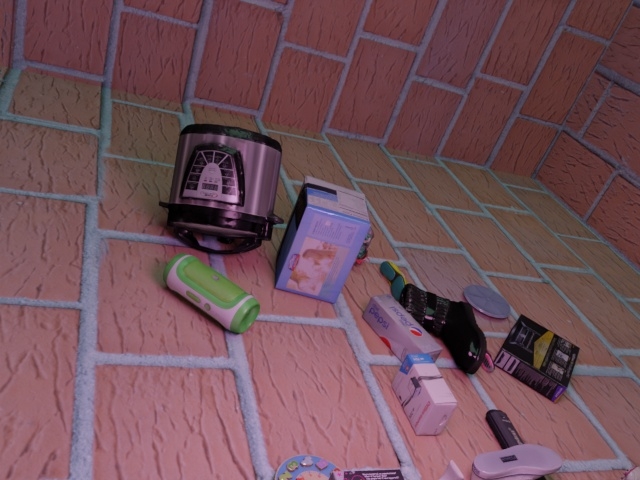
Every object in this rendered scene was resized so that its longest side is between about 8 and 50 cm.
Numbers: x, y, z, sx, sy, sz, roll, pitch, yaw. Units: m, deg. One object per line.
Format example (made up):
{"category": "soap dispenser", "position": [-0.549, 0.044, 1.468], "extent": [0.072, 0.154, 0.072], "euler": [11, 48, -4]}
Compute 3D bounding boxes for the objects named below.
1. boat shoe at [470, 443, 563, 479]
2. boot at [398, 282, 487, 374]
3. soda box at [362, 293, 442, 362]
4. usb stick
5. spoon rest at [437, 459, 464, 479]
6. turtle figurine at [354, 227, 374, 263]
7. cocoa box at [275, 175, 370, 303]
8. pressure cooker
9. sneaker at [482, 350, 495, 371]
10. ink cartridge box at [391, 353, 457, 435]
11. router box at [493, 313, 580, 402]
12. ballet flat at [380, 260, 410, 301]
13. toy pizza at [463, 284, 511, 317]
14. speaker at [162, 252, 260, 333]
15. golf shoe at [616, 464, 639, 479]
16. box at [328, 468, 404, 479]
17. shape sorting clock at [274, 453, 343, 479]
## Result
{"category": "boat shoe", "position": [0.522, 0.612, 1.600], "extent": [0.258, 0.084, 0.095], "euler": [1, 28, -10]}
{"category": "boot", "position": [0.401, 0.298, 2.032], "extent": [0.260, 0.131, 0.348], "euler": [18, 26, -11]}
{"category": "soda box", "position": [0.265, 0.304, 1.969], "extent": [0.091, 0.098, 0.286], "euler": [-3, 38, -39]}
{"category": "usb stick", "position": [0.564, 0.604, 1.714], "extent": [0.077, 0.045, 0.278], "euler": [8, 31, -21]}
{"category": "spoon rest", "position": [0.215, 0.618, 1.448], "extent": [0.277, 0.084, 0.137], "euler": [-9, 38, -22]}
{"category": "turtle figurine", "position": [0.134, 0.030, 2.337], "extent": [0.175, 0.118, 0.234], "euler": [-13, 17, 24]}
{"category": "cocoa box", "position": [0.000, 0.000, 2.049], "extent": [0.232, 0.347, 0.228], "euler": [16, 30, -12]}
{"category": "pressure cooker", "position": [-0.327, -0.162, 2.057], "extent": [0.376, 0.419, 0.370], "euler": [11, -3, -37]}
{"category": "sneaker", "position": [0.579, 0.408, 2.063], "extent": [0.057, 0.047, 0.119], "euler": [20, 28, -27]}
{"category": "ink cartridge box", "position": [0.295, 0.441, 1.714], "extent": [0.082, 0.139, 0.190], "euler": [6, 32, -23]}
{"category": "router box", "position": [0.780, 0.414, 2.140], "extent": [0.243, 0.081, 0.309], "euler": [32, 31, 19]}
{"category": "ballet flat", "position": [0.301, 0.157, 2.273], "extent": [0.077, 0.077, 0.231], "euler": [21, 24, -29]}
{"category": "toy pizza", "position": [0.667, 0.250, 2.394], "extent": [0.202, 0.032, 0.201], "euler": [15, 30, -9]}
{"category": "speaker", "position": [-0.329, 0.157, 1.798], "extent": [0.297, 0.131, 0.131], "euler": [31, 30, 17]}
{"category": "golf shoe", "position": [0.852, 0.729, 1.632], "extent": [0.306, 0.115, 0.140], "euler": [-9, 44, -41]}
{"category": "box", "position": [0.069, 0.593, 1.198], "extent": [0.164, 0.247, 0.142], "euler": [8, 30, -23]}
{"category": "shape sorting clock", "position": [-0.009, 0.580, 1.381], "extent": [0.206, 0.040, 0.206], "euler": [16, 30, -10]}
